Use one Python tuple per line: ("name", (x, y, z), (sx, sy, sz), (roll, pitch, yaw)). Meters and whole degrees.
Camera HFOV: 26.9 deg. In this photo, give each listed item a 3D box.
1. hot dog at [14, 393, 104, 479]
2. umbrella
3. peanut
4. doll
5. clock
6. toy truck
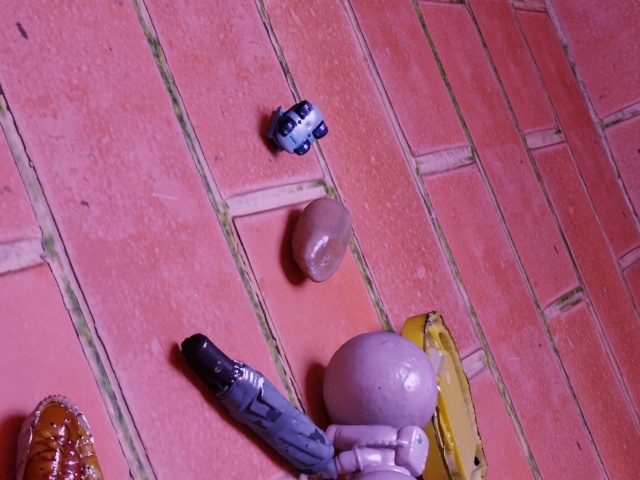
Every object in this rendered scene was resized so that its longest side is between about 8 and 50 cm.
("hot dog", (-0.222, 0.223, 1.143), (0.099, 0.053, 0.192), (40, 39, -50))
("umbrella", (-0.066, 0.182, 1.477), (0.250, 0.053, 0.052), (49, 31, -36))
("peanut", (0.000, 0.000, 1.736), (0.076, 0.076, 0.152), (55, 26, -24))
("doll", (0.075, 0.249, 1.591), (0.151, 0.151, 0.287), (43, 34, -41))
("clock", (0.158, 0.243, 1.841), (0.277, 0.071, 0.294), (-40, 117, -72))
("toy truck", (-0.040, -0.154, 1.798), (0.073, 0.090, 0.056), (-45, 119, -15))
